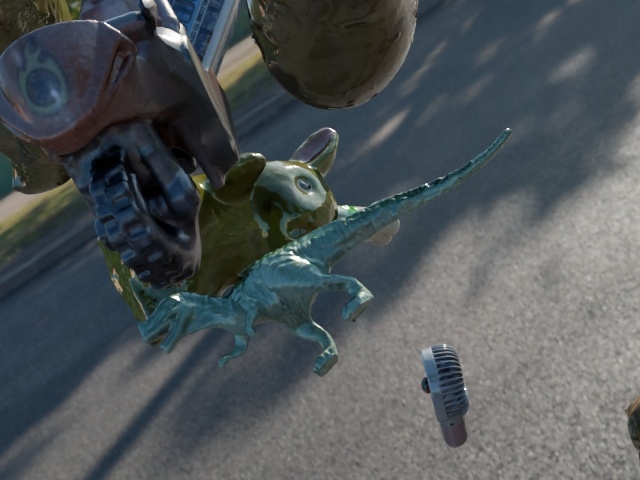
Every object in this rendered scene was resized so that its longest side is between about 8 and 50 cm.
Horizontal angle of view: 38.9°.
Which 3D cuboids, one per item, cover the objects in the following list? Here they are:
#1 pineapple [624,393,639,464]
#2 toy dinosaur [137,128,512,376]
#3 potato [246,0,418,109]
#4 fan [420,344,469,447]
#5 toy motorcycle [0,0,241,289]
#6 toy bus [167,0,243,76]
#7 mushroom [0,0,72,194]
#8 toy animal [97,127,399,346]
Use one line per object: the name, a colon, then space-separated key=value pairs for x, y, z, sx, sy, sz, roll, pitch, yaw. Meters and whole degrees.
pineapple: x=0.337 y=0.195 z=0.515 sx=0.202 sy=0.202 sz=0.362 roll=-29 pitch=38 yaw=9
toy dinosaur: x=0.021 y=0.042 z=0.819 sx=0.382 sy=0.129 sz=0.076 roll=-23 pitch=-16 yaw=2
potato: x=0.007 y=-0.229 z=0.768 sx=0.164 sy=0.262 sz=0.165 roll=-3 pitch=57 yaw=5
fan: x=0.223 y=0.286 z=1.606 sx=0.074 sy=0.244 sz=0.130 roll=-14 pitch=43 yaw=4
toy motorcycle: x=-0.093 y=-0.076 z=0.426 sx=0.084 sy=0.118 sz=0.213 roll=-27 pitch=38 yaw=12
toy bus: x=-0.210 y=-0.232 z=1.244 sx=0.106 sy=0.130 sz=0.297 roll=133 pitch=157 yaw=-85
mushroom: x=-0.241 y=-0.161 z=0.675 sx=0.217 sy=0.212 sz=0.292 roll=-45 pitch=37 yaw=30
toy animal: x=-0.064 y=-0.022 z=1.023 sx=0.362 sy=0.181 sz=0.180 roll=-16 pitch=17 yaw=-15
